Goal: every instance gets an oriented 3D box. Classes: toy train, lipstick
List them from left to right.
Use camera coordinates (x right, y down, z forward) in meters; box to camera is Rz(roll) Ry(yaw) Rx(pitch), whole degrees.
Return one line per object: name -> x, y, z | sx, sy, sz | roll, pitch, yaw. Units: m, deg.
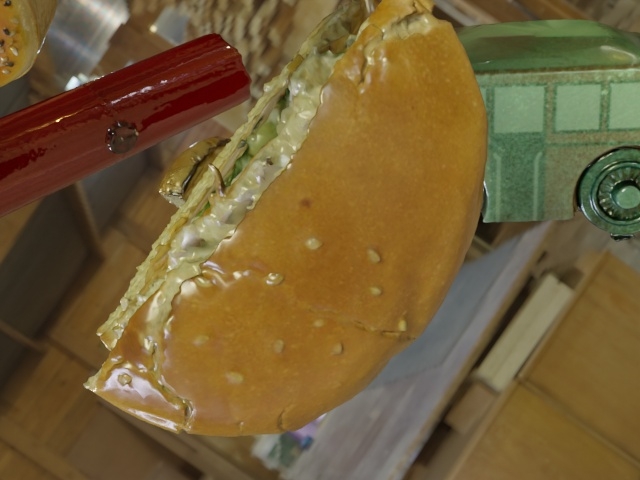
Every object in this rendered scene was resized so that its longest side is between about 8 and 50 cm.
lipstick -> -0.181, -0.089, 0.897 | 0.279, 0.073, 0.073 | -31, -13, -33
toy train -> 0.164, -0.088, 0.897 | 0.129, 0.326, 0.159 | -84, -8, -64

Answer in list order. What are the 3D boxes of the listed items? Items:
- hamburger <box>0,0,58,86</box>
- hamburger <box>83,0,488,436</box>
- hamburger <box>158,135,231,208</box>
hamburger -> -0.477, -0.316, 1.419 | 0.176, 0.300, 0.300 | -59, 3, -36
hamburger -> 0.000, 0.000, 0.638 | 0.283, 0.156, 0.144 | -51, 7, 11
hamburger -> -0.115, -0.063, 1.483 | 0.262, 0.124, 0.131 | 32, -106, -71
